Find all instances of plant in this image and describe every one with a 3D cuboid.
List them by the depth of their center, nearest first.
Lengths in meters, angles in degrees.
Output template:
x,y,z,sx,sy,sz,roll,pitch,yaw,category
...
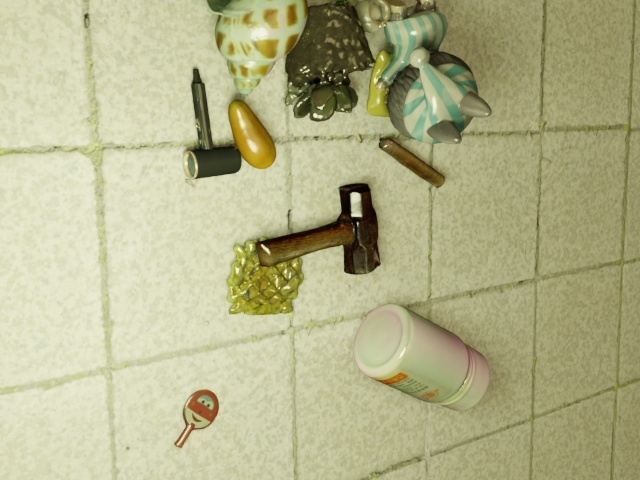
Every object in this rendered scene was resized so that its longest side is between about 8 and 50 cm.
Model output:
x,y,z,sx,sy,sz,roll,pitch,yaw,category
0.019,-0.437,1.853,0.199,0.188,0.276,-14,105,-32,plant

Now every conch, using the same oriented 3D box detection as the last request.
x,y,z,sx,sy,sz,roll,pitch,yaw,category
-0.156,-0.521,1.717,0.249,0.197,0.368,17,91,1,conch

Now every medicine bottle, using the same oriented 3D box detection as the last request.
x,y,z,sx,sy,sz,roll,pitch,yaw,category
0.296,0.341,2.151,0.388,0.219,0.219,28,80,-36,medicine bottle

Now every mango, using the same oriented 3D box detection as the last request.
x,y,z,sx,sy,sz,roll,pitch,yaw,category
-0.171,-0.253,1.801,0.085,0.102,0.184,-29,114,6,mango

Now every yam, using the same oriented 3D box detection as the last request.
x,y,z,sx,sy,sz,roll,pitch,yaw,category
0.262,-0.222,2.150,0.264,0.046,0.046,29,80,-37,yam

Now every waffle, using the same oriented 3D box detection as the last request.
x,y,z,sx,sy,sz,roll,pitch,yaw,category
-0.133,0.091,1.905,0.223,0.054,0.204,3,94,-36,waffle

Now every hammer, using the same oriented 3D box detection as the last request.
x,y,z,sx,sy,sz,roll,pitch,yaw,category
0.000,0.000,1.922,0.409,0.095,0.242,-17,108,-45,hammer

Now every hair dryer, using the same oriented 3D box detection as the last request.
x,y,z,sx,sy,sz,roll,pitch,yaw,category
-0.259,-0.274,1.759,0.128,0.070,0.255,-9,97,-35,hair dryer

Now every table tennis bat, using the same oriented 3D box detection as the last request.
x,y,z,sx,sy,sz,roll,pitch,yaw,category
-0.309,0.439,1.854,0.098,0.019,0.155,44,68,-32,table tennis bat

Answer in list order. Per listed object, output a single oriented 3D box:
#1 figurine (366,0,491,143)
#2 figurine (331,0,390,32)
x,y,z,sx,sy,sz,roll,pitch,yaw,category
0.324,-0.415,1.928,0.266,0.377,0.361,-25,128,-27,figurine
0.107,-0.574,1.918,0.132,0.153,0.132,-5,99,-35,figurine
